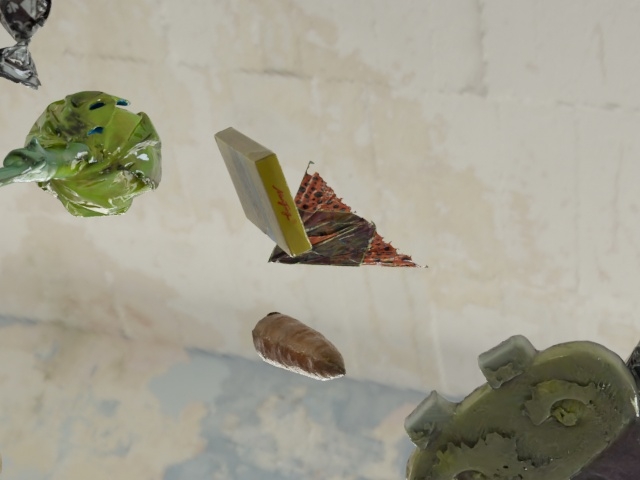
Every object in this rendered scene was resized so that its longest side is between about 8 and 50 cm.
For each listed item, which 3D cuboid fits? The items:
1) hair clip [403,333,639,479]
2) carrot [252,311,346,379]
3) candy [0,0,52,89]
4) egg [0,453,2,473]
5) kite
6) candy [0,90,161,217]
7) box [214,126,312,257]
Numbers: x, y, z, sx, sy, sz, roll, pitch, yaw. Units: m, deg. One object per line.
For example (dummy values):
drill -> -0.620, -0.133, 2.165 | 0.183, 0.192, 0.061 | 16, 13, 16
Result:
hair clip -> 0.131, 0.109, 0.652 | 0.187, 0.056, 0.146 | -43, -78, 9
carrot -> -0.018, 0.143, 1.584 | 0.072, 0.072, 0.205 | 37, -8, -25
candy -> -0.321, -0.273, 1.325 | 0.094, 0.226, 0.051 | -1, 1, -30
egg -> -0.420, 0.266, 1.497 | 0.080, 0.080, 0.096 | 24, -33, -6
kite -> 0.000, 0.001, 1.217 | 0.125, 0.008, 0.222 | -21, -37, 26
candy -> -0.121, -0.026, 0.509 | 0.062, 0.194, 0.058 | 2, -78, 16
box -> -0.050, -0.043, 1.054 | 0.155, 0.023, 0.087 | -143, -146, -69
